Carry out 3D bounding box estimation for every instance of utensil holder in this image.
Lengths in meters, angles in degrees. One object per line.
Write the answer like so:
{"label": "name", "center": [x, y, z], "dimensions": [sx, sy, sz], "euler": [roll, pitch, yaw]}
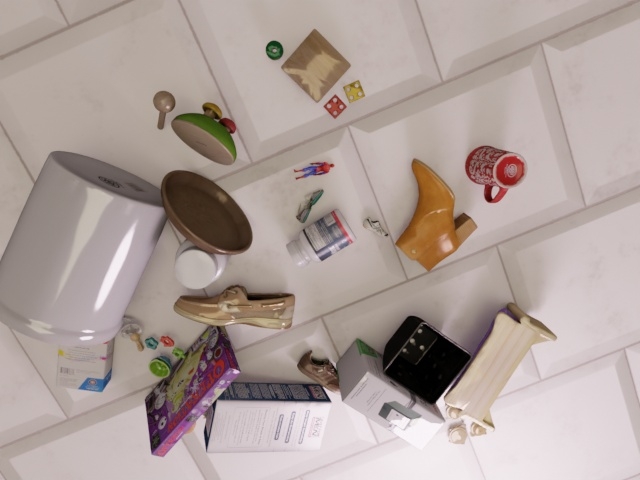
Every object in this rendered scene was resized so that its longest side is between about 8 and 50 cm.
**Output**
{"label": "utensil holder", "center": [-0.595, 0.014, 1.180], "dimensions": [0.328, 0.327, 0.385], "euler": [26, 100, -9]}

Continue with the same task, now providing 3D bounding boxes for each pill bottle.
{"label": "pill bottle", "center": [-0.313, 0.045, 1.249], "dimensions": [0.131, 0.229, 0.131], "euler": [-1, 104, -3]}
{"label": "pill bottle", "center": [0.000, 0.000, 1.320], "dimensions": [0.180, 0.108, 0.108], "euler": [-31, 103, 5]}

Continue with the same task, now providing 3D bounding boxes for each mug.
{"label": "mug", "center": [0.487, -0.182, 1.271], "dimensions": [0.113, 0.169, 0.150], "euler": [-32, 103, 4]}

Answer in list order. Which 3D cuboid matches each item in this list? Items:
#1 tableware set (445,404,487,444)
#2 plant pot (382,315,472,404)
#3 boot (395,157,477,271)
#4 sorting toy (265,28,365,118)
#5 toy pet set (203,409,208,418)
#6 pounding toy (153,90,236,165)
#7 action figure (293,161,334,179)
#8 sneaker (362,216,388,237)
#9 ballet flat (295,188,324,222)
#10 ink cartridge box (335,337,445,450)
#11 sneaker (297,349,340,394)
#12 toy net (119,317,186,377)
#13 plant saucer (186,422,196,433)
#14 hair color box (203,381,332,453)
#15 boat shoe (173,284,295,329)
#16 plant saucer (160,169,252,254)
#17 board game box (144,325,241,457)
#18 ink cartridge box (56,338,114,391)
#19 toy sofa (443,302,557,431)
{"label": "tableware set", "center": [0.484, 0.593, 1.538], "dimensions": [0.141, 0.020, 0.168], "euler": [-7, 103, -4]}
{"label": "plant pot", "center": [0.296, 0.330, 1.385], "dimensions": [0.188, 0.167, 0.187], "euler": [35, 97, -10]}
{"label": "boot", "center": [0.288, -0.062, 1.324], "dimensions": [0.211, 0.104, 0.295], "euler": [-41, 107, 6]}
{"label": "sorting toy", "center": [-0.006, -0.452, 1.240], "dimensions": [0.274, 0.046, 0.132], "euler": [41, 98, -11]}
{"label": "toy pet set", "center": [-0.309, 0.520, 1.466], "dimensions": [0.122, 0.065, 0.114], "euler": [-43, 67, 4]}
{"label": "pounding toy", "center": [-0.302, -0.306, 1.216], "dimensions": [0.237, 0.183, 0.110], "euler": [31, 75, -7]}
{"label": "action figure", "center": [-0.016, -0.198, 1.311], "dimensions": [0.115, 0.030, 0.038], "euler": [-13, 110, -5]}
{"label": "sneaker", "center": [0.166, -0.038, 1.359], "dimensions": [0.083, 0.032, 0.037], "euler": [28, 101, -10]}
{"label": "ballet flat", "center": [-0.035, -0.104, 1.329], "dimensions": [0.041, 0.041, 0.114], "euler": [31, 99, -10]}
{"label": "ink cartridge box", "center": [0.200, 0.450, 1.389], "dimensions": [0.289, 0.211, 0.121], "euler": [35, 99, -12]}
{"label": "sneaker", "center": [0.022, 0.408, 1.442], "dimensions": [0.188, 0.066, 0.071], "euler": [31, 99, -10]}
{"label": "toy net", "center": [-0.515, 0.301, 1.379], "dimensions": [0.232, 0.045, 0.122], "euler": [43, 119, -10]}
{"label": "plant saucer", "center": [-0.438, 0.579, 1.484], "dimensions": [0.084, 0.013, 0.083], "euler": [-1, 104, -2]}
{"label": "hair color box", "center": [-0.157, 0.526, 1.397], "dimensions": [0.347, 0.105, 0.173], "euler": [9, 102, -21]}
{"label": "boat shoe", "center": [-0.244, 0.179, 1.351], "dimensions": [0.341, 0.121, 0.110], "euler": [8, 99, -16]}
{"label": "plant saucer", "center": [-0.294, -0.067, 1.207], "dimensions": [0.278, 0.278, 0.041], "euler": [44, 113, -12]}
{"label": "board game box", "center": [-0.378, 0.422, 1.352], "dimensions": [0.347, 0.208, 0.056], "euler": [-49, 132, 8]}
{"label": "ink cartridge box", "center": [-0.684, 0.317, 1.372], "dimensions": [0.134, 0.078, 0.231], "euler": [10, 103, -6]}
{"label": "toy sofa", "center": [0.521, 0.367, 1.416], "dimensions": [0.177, 0.150, 0.362], "euler": [28, 101, 4]}
